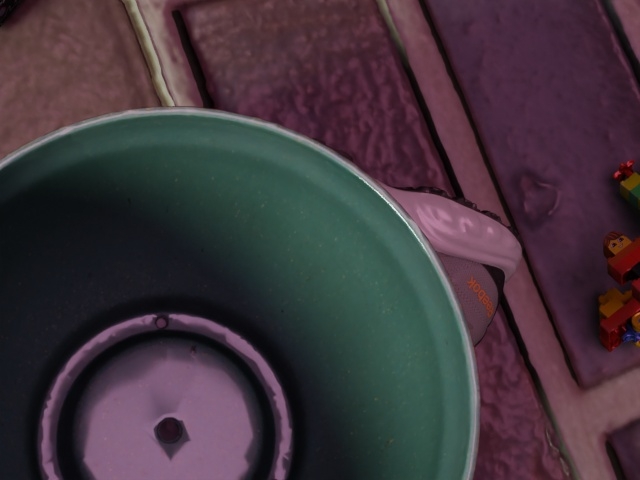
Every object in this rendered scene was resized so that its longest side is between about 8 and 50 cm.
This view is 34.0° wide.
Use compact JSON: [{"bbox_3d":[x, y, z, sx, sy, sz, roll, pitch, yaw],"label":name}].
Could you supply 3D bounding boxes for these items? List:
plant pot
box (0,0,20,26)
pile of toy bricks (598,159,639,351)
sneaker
[{"bbox_3d":[-0.080,0.098,0.590,0.292,0.196,0.293,3,72,-10],"label":"plant pot"},{"bbox_3d":[-0.272,-0.276,0.664,0.247,0.142,0.163,33,74,-2],"label":"box"},{"bbox_3d":[0.263,-0.026,0.762,0.212,0.118,0.105,-36,55,-9],"label":"pile of toy bricks"},{"bbox_3d":[0.000,0.000,0.689,0.271,0.100,0.108,20,79,-8],"label":"sneaker"}]
